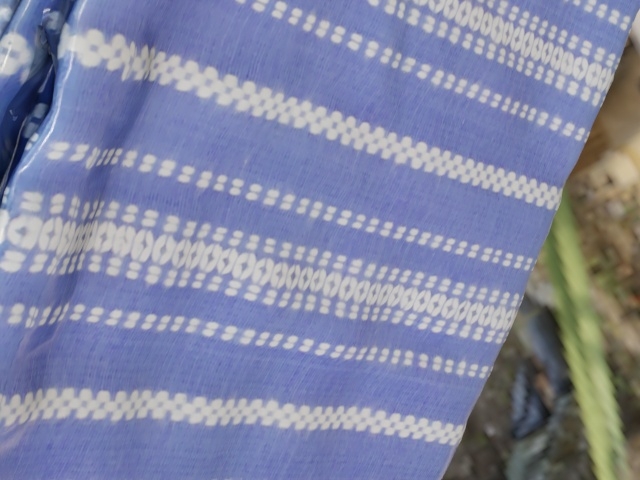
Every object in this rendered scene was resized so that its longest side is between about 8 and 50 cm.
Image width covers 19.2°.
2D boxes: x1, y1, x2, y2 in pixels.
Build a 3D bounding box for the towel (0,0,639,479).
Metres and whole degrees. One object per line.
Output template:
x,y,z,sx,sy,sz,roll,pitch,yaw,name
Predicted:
0.000,0.000,0.438,0.040,0.243,0.336,26,97,31,towel
